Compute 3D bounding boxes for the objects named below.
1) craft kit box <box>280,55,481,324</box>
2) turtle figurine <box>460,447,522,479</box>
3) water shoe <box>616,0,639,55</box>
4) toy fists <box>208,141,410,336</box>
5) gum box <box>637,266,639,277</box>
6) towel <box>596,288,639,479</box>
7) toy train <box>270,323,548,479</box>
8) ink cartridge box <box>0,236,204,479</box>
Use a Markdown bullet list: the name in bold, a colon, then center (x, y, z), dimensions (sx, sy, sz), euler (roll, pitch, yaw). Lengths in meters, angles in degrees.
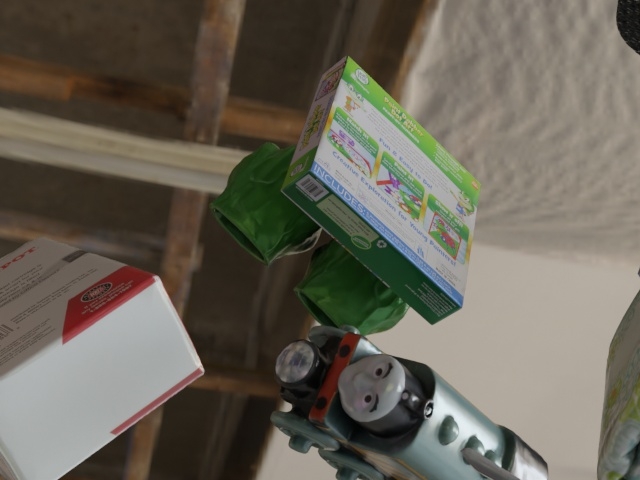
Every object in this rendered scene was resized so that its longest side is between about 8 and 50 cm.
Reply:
- **craft kit box**: center (0.081, -0.063, 1.555), dimensions (0.250, 0.247, 0.061), euler (42, -52, -19)
- **turtle figurine**: center (0.144, 0.214, 0.564), dimensions (0.274, 0.266, 0.198), euler (-18, 3, 14)
- **water shoe**: center (0.264, -0.210, 0.972), dimensions (0.073, 0.080, 0.203), euler (39, -11, 16)
- **toy fists**: center (0.000, 0.000, 1.624), dimensions (0.279, 0.142, 0.096), euler (44, -14, 8)
- **gum box**: center (0.399, 0.054, 1.155), dimensions (0.184, 0.157, 0.041), euler (-21, -27, -6)
- **towel**: center (0.437, 0.103, 1.619), dimensions (0.090, 0.320, 0.374), euler (23, -61, 7)
- **toy train**: center (0.094, 0.198, 1.346), dimensions (0.190, 0.142, 0.334), euler (8, -26, 41)
- **ink cartridge box**: center (-0.269, 0.106, 1.244), dimensions (0.273, 0.197, 0.114), euler (15, -46, 55)
